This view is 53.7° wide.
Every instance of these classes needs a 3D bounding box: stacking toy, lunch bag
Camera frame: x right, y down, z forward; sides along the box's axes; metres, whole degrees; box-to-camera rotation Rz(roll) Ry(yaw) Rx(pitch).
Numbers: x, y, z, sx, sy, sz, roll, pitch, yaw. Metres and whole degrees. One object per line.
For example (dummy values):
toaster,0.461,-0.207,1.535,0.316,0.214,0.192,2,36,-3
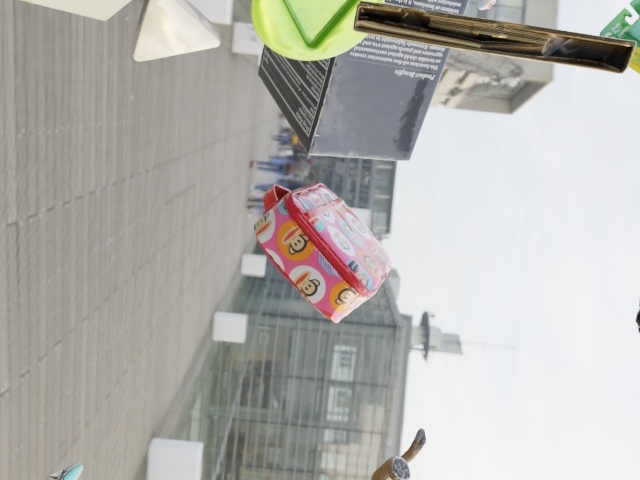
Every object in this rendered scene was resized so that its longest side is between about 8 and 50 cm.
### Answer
stacking toy,-0.064,-0.309,0.560,0.280,0.308,0.131,102,-21,-56
lunch bag,0.000,0.000,1.131,0.120,0.258,0.293,-42,178,16

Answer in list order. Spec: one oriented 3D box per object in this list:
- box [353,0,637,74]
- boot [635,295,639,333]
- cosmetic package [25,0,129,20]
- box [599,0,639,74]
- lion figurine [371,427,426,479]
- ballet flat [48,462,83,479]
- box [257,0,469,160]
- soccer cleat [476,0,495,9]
box,0.123,-0.149,0.461,0.201,0.164,0.021,-49,150,-68
boot,0.476,0.018,0.534,0.260,0.347,0.131,21,-46,61
cosmetic package,-0.423,-0.427,0.862,0.113,0.309,0.161,-4,-96,49
box,0.388,-0.195,0.644,0.105,0.179,0.043,-44,161,-12
lion figurine,0.094,0.462,0.787,0.240,0.142,0.393,-52,-151,42
ballet flat,-0.444,0.411,1.058,0.114,0.041,0.041,-61,159,-65
box,0.049,-0.318,0.943,0.296,0.182,0.294,-118,-142,-48
soccer cleat,0.276,-0.402,0.995,0.083,0.029,0.035,-47,156,10
